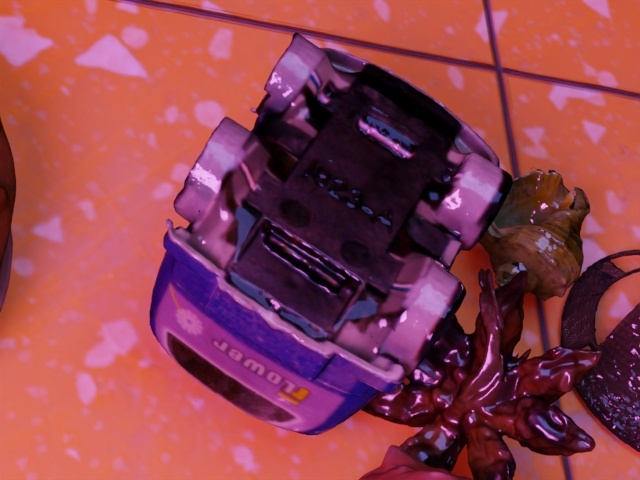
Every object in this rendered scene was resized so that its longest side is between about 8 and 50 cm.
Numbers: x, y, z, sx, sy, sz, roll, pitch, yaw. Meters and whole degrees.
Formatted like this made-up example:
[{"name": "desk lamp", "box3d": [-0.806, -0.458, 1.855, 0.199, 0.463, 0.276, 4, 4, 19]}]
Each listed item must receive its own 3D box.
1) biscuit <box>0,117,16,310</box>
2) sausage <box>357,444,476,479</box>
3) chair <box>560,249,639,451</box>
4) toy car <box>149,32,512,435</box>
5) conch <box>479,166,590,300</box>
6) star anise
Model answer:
[{"name": "biscuit", "box3d": [-0.327, -0.030, 0.978, 0.332, 0.103, 0.332, 13, 52, -17]}, {"name": "sausage", "box3d": [0.055, 0.233, 0.954, 0.148, 0.148, 0.254, 11, 52, -18]}, {"name": "chair", "box3d": [0.240, 0.078, 1.182, 0.174, 0.149, 0.213, 43, 10, 10]}, {"name": "toy car", "box3d": [0.000, 0.000, 1.074, 0.172, 0.158, 0.235, 34, 48, -1]}, {"name": "conch", "box3d": [0.144, -0.007, 1.200, 0.089, 0.074, 0.121, 42, 53, -7]}, {"name": "star anise", "box3d": [0.095, 0.100, 1.081, 0.168, 0.168, 0.057, 63, 16, 22]}]
